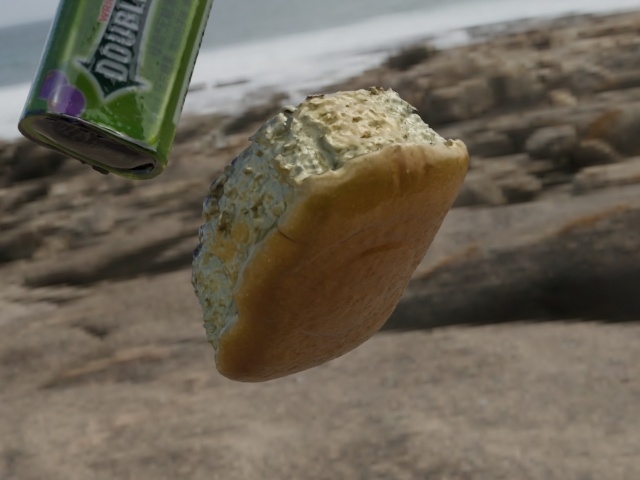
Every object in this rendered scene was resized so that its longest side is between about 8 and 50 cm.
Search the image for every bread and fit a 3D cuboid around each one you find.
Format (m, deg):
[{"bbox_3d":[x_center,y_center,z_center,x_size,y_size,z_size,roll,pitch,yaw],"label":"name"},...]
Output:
[{"bbox_3d":[0.000,0.000,1.070,0.174,0.245,0.121,-7,50,-32],"label":"bread"}]

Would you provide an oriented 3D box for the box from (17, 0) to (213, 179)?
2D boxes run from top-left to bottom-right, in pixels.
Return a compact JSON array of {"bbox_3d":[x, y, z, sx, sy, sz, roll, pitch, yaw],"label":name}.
[{"bbox_3d":[-0.157,-0.233,1.286,0.134,0.345,0.097,21,-19,-19],"label":"box"}]
